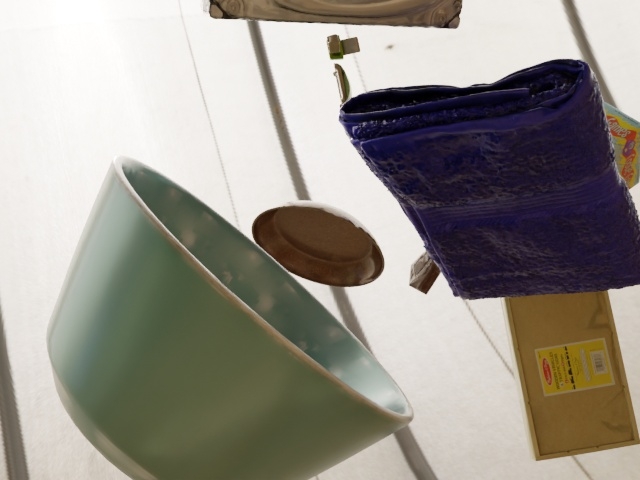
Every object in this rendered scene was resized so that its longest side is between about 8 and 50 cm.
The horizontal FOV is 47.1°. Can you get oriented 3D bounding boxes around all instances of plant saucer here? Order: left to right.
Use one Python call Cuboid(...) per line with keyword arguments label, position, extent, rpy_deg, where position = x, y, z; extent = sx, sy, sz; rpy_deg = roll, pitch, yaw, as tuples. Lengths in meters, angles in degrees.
Cuboid(label="plant saucer", position=(0.000, 0.000, 1.055), extent=(0.199, 0.198, 0.036), rpy_deg=(27, -121, -10))

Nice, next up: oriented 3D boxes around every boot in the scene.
Cuboid(label="boot", position=(0.170, 0.052, 1.053), extent=(0.037, 0.114, 0.106), rpy_deg=(5, -129, -27))

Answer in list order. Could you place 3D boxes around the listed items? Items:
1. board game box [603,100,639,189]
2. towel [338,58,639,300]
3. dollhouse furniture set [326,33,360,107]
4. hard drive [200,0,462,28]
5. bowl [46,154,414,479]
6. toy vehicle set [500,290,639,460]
Cuboid(label="board game box", position=(0.384, -0.104, 1.230), extent=(0.275, 0.142, 0.144), rpy_deg=(-35, -130, -10))
Cuboid(label="towel", position=(0.176, -0.033, 0.711), extent=(0.308, 0.228, 0.076), rpy_deg=(47, -129, -44))
Cuboid(label="dollhouse furniture set", position=(0.044, -0.271, 1.077), extent=(0.059, 0.076, 0.151), rpy_deg=(-12, -87, 1))
Cuboid(label="hard drive", position=(0.022, -0.352, 0.602), extent=(0.237, 0.064, 0.338), rpy_deg=(-2, -70, -18))
Cuboid(label="bowl", position=(-0.091, 0.093, 0.597), extent=(0.312, 0.311, 0.163), rpy_deg=(40, -87, -7))
Cuboid(label="toy vehicle set", position=(0.395, 0.203, 1.173), extent=(0.166, 0.035, 0.266), rpy_deg=(-9, -98, 1))
